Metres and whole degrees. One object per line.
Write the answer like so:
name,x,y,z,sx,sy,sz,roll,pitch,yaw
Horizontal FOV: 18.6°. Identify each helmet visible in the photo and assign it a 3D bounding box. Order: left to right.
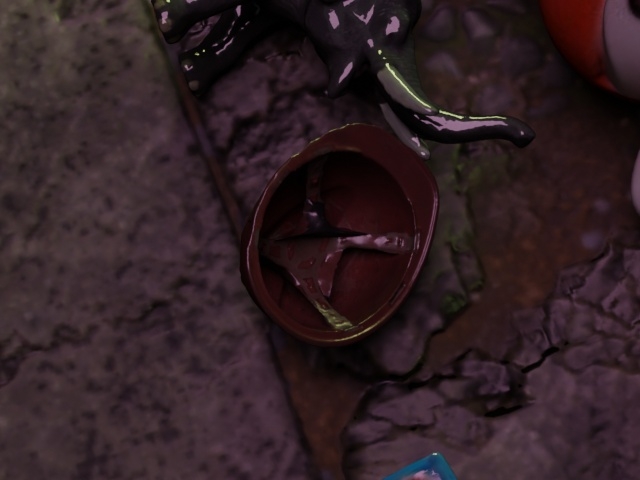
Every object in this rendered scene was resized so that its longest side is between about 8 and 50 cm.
helmet,0.000,0.000,0.934,0.089,0.057,0.111,44,68,-15

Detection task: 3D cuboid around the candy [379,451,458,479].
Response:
candy,-0.040,0.234,0.810,0.306,0.100,0.157,-27,65,-7

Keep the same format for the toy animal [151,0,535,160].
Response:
toy animal,-0.017,-0.126,0.977,0.137,0.082,0.269,-27,65,-5

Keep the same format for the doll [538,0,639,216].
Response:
doll,0.180,-0.128,0.929,0.161,0.130,0.290,-18,79,5
